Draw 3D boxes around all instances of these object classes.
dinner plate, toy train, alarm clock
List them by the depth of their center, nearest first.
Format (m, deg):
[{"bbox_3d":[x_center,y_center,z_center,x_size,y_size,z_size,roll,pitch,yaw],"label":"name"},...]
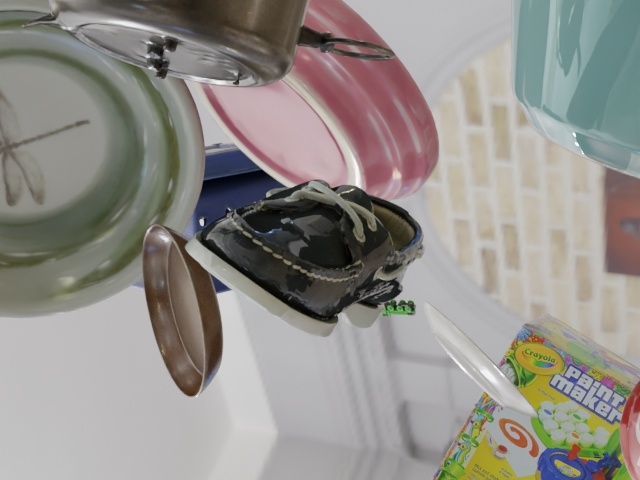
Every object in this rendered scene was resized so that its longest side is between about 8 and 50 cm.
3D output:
[{"bbox_3d":[-0.054,-0.115,0.644,0.129,0.192,0.064,162,119,-81],"label":"alarm clock"},{"bbox_3d":[0.135,0.108,1.092,0.017,0.141,0.141,-44,-29,-5],"label":"dinner plate"},{"bbox_3d":[0.091,0.092,1.678,0.017,0.083,0.024,-62,-37,-41],"label":"toy train"}]

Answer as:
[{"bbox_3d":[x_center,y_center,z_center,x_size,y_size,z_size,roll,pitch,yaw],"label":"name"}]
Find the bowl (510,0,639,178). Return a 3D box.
[{"bbox_3d":[0.282,-0.143,1.024,0.311,0.311,0.163,-27,-43,-65],"label":"bowl"}]

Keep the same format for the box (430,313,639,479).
[{"bbox_3d":[0.314,0.284,1.499,0.279,0.290,0.177,-61,-17,12],"label":"box"}]

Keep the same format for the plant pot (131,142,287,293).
[{"bbox_3d":[-0.166,-0.042,1.971,0.236,0.236,0.212,-14,-79,-37],"label":"plant pot"}]

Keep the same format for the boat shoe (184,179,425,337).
[{"bbox_3d":[0.000,0.000,0.855,0.091,0.114,0.302,-54,-10,7],"label":"boat shoe"}]

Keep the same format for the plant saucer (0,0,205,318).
[{"bbox_3d":[-0.331,-0.101,1.380,0.100,0.400,0.400,-110,10,-55],"label":"plant saucer"}]

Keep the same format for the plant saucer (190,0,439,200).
[{"bbox_3d":[-0.028,-0.152,1.335,0.084,0.332,0.332,-49,-34,-21],"label":"plant saucer"}]

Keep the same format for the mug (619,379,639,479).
[{"bbox_3d":[0.266,0.133,0.749,0.169,0.113,0.150,109,147,-77],"label":"mug"}]

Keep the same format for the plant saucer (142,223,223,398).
[{"bbox_3d":[-0.128,0.064,1.176,0.029,0.168,0.168,-14,-64,-23],"label":"plant saucer"}]
